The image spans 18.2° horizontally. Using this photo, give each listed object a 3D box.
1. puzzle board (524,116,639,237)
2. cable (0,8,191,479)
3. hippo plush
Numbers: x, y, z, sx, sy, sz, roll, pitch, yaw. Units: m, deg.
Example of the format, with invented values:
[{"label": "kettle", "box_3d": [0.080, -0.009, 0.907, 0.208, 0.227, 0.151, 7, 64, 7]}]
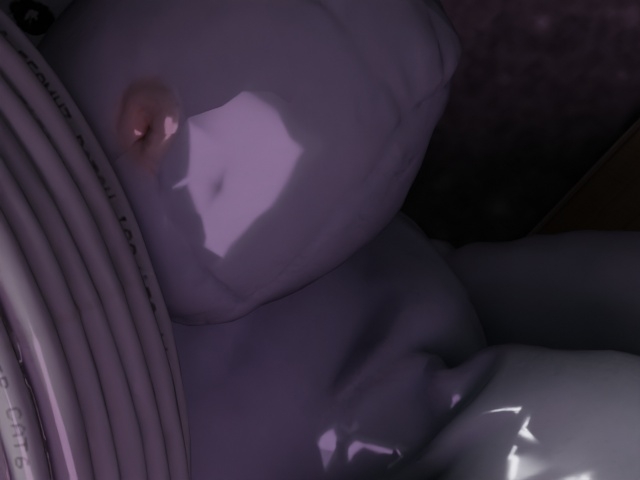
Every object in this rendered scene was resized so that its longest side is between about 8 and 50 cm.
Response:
[{"label": "puzzle board", "box_3d": [0.135, -0.011, 0.686, 0.096, 0.011, 0.128, 29, 118, -26]}, {"label": "cable", "box_3d": [-0.150, 0.040, 0.503, 0.257, 0.089, 0.257, -22, 96, 39]}, {"label": "hippo plush", "box_3d": [0.000, 0.000, 0.587, 0.234, 0.294, 0.236, -35, 108, -29]}]
